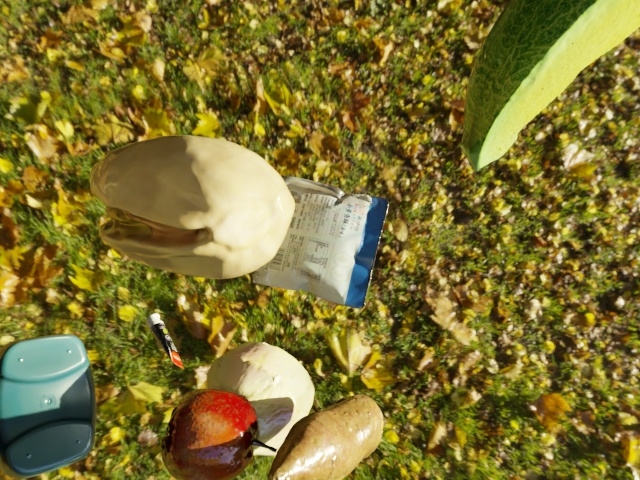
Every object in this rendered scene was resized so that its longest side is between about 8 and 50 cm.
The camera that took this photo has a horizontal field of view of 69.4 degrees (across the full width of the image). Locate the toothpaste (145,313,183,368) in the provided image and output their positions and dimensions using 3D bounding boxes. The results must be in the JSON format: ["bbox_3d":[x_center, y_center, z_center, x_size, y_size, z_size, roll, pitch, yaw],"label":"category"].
[{"bbox_3d":[-0.465,0.305,1.389,0.045,0.071,0.193,-36,57,-11],"label":"toothpaste"}]

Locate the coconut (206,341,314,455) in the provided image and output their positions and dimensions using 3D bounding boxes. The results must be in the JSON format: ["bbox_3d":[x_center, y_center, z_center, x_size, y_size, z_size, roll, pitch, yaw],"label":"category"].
[{"bbox_3d":[-0.138,0.355,1.066,0.260,0.259,0.258,1,75,-5],"label":"coconut"}]

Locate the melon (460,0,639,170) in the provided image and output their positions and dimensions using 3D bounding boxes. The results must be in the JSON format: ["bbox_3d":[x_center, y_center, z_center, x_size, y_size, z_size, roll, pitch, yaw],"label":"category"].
[{"bbox_3d":[0.274,-0.238,0.570,0.124,0.196,0.323,34,110,-18],"label":"melon"}]

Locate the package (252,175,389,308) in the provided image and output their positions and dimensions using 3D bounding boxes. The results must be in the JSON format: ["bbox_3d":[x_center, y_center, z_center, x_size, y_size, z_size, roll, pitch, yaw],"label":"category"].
[{"bbox_3d":[0.000,0.000,0.682,0.173,0.027,0.170,15,80,4],"label":"package"}]

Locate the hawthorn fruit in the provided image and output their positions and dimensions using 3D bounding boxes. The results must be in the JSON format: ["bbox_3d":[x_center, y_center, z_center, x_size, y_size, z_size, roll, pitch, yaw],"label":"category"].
[{"bbox_3d":[-0.169,0.337,0.790,0.194,0.157,0.156,10,74,-3],"label":"hawthorn fruit"}]

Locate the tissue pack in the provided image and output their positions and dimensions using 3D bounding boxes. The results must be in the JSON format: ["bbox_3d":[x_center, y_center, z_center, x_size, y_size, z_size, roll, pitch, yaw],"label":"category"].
[{"bbox_3d":[-0.614,0.358,1.027,0.198,0.206,0.287,-6,78,-37],"label":"tissue pack"}]

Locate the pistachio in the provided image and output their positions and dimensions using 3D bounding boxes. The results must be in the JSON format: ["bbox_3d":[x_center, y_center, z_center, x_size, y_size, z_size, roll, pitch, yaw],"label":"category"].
[{"bbox_3d":[-0.176,-0.052,0.619,0.300,0.187,0.187,13,72,27],"label":"pistachio"}]

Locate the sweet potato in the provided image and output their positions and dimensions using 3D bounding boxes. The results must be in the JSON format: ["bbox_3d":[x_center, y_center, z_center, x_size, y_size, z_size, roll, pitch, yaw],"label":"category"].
[{"bbox_3d":[-0.002,0.361,0.800,0.131,0.337,0.131,-3,84,30],"label":"sweet potato"}]
